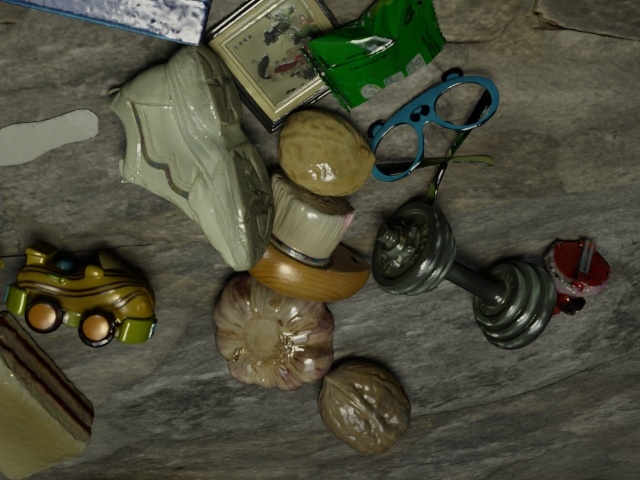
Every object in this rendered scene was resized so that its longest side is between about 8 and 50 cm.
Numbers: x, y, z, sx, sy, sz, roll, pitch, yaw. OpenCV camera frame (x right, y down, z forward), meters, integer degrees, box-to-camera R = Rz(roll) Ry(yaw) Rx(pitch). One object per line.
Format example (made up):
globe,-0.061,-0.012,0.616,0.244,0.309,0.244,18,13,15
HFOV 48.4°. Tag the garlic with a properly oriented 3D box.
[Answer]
garlic,-0.080,0.161,1.320,0.245,0.160,0.244,3,100,16

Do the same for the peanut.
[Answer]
peanut,0.011,-0.138,1.132,0.159,0.140,0.109,11,165,-16

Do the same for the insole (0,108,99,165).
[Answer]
insole,-0.440,-0.162,1.113,0.197,0.004,0.065,-18,126,2

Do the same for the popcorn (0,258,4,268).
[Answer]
popcorn,-0.622,0.072,1.149,0.186,0.167,0.187,15,118,-21

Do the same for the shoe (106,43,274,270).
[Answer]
shoe,-0.204,-0.107,1.081,0.211,0.132,0.341,-14,100,21

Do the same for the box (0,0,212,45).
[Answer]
box,-0.270,-0.349,0.850,0.279,0.261,0.116,9,121,-16

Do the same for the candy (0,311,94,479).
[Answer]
candy,-0.584,0.304,1.342,0.180,0.135,0.320,-20,126,6

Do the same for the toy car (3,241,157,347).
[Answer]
toy car,-0.391,0.083,1.201,0.248,0.200,0.142,15,93,-10

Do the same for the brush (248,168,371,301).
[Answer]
brush,0.000,0.000,1.222,0.267,0.174,0.166,19,112,-37

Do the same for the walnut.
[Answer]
walnut,0.087,0.340,1.477,0.178,0.178,0.230,-38,119,17

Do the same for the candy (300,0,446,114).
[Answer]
candy,0.089,-0.290,1.069,0.203,0.078,0.141,-33,119,8

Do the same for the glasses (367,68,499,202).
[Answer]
glasses,0.213,-0.148,1.183,0.239,0.102,0.207,-37,123,15

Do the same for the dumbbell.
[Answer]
dumbbell,0.264,0.067,1.300,0.406,0.179,0.179,27,116,-26

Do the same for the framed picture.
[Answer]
framed picture,-0.059,-0.286,1.091,0.195,0.010,0.199,-33,124,13

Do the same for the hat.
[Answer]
hat,0.480,0.106,1.412,0.129,0.140,0.227,9,136,-4
